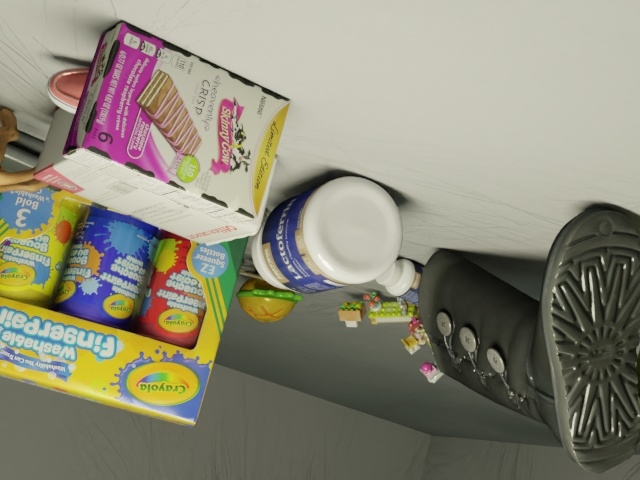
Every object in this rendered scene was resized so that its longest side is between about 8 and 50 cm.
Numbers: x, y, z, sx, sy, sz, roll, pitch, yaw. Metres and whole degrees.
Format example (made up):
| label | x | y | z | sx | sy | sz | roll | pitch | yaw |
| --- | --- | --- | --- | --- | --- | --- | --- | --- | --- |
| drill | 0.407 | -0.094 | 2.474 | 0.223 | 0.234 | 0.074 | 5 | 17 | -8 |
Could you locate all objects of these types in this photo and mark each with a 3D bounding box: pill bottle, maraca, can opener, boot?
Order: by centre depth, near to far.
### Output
| label | x | y | z | sx | sy | sz | roll | pitch | yaw |
| --- | --- | --- | --- | --- | --- | --- | --- | --- | --- |
| boot | 0.292 | 0.089 | 1.714 | 0.146 | 0.367 | 0.445 | -6 | -164 | -18 |
| pill bottle | 0.000 | 0.000 | 1.732 | 0.153 | 0.153 | 0.264 | 20 | 165 | -20 |
| can opener | -0.423 | -0.127 | 1.886 | 0.280 | 0.074 | 0.093 | 21 | 131 | -28 |
| pill bottle | 0.155 | 0.071 | 2.027 | 0.120 | 0.067 | 0.067 | 24 | 163 | -35 |
| maraca | -0.105 | 0.116 | 2.396 | 0.127 | 0.099 | 0.185 | 5 | 171 | -17 |

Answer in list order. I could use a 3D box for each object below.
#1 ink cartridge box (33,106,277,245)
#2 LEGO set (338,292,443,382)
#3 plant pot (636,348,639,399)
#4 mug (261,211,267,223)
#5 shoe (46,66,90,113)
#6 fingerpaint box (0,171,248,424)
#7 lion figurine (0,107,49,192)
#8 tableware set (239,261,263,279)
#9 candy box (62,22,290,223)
| label | x | y | z | sx | sy | sz | roll | pitch | yaw |
| --- | --- | --- | --- | --- | --- | --- | --- | --- | --- |
| ink cartridge box | -0.235 | -0.101 | 1.653 | 0.283 | 0.117 | 0.207 | 22 | 164 | -26 |
| LEGO set | 0.153 | 0.147 | 2.259 | 0.287 | 0.132 | 0.107 | 33 | 162 | 38 |
| plant pot | 0.634 | 0.207 | 1.571 | 0.353 | 0.366 | 0.366 | 30 | 163 | -12 |
| mug | -0.121 | -0.042 | 1.923 | 0.062 | 0.078 | 0.064 | -27 | 159 | 19 |
| shoe | -0.255 | -0.191 | 1.450 | 0.178 | 0.063 | 0.081 | 10 | 165 | -2 |
| fingerpaint box | -0.382 | 0.091 | 2.036 | 0.444 | 0.371 | 0.163 | 17 | 166 | -5 |
| lion figurine | -0.565 | -0.132 | 1.667 | 0.392 | 0.142 | 0.240 | 6 | -164 | 6 |
| tableware set | -0.145 | 0.048 | 2.315 | 0.194 | 0.039 | 0.128 | 13 | 179 | 30 |
| candy box | -0.166 | -0.133 | 1.375 | 0.233 | 0.159 | 0.071 | 22 | 166 | -29 |
